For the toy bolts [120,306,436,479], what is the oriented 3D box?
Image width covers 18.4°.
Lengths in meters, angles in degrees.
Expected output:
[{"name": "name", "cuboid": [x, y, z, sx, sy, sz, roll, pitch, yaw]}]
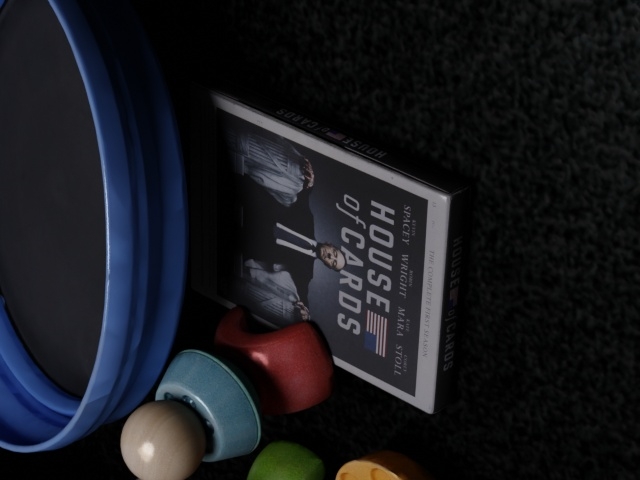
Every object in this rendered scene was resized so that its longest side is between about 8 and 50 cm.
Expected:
[{"name": "toy bolts", "cuboid": [-0.041, 0.181, 1.417, 0.218, 0.158, 0.229, 4, 121, 47]}]

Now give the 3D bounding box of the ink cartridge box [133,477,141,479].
[{"name": "ink cartridge box", "cuboid": [-0.150, 0.270, 1.681, 0.088, 0.052, 0.122, -32, 86, 49]}]

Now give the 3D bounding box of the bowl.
[{"name": "bowl", "cuboid": [-0.218, -0.038, 1.490, 0.391, 0.077, 0.391, 18, 112, 54]}]

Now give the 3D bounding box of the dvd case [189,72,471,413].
[{"name": "dvd case", "cuboid": [0.000, 0.000, 1.403, 0.238, 0.029, 0.179, 26, 128, 34]}]
